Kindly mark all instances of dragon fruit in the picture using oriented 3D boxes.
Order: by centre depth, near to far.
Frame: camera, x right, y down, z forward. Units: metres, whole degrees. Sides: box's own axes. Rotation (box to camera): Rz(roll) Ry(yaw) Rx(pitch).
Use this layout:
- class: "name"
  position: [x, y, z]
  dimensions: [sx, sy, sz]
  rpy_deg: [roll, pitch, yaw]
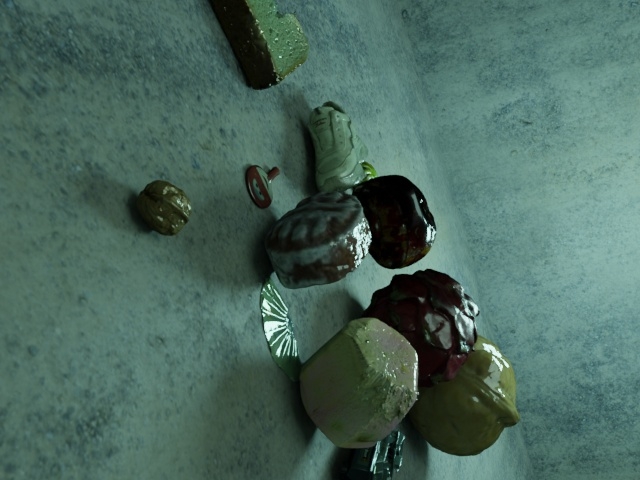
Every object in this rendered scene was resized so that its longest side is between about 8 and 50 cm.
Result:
- class: "dragon fruit"
  position: [0.267, 0.230, 1.785]
  dimensions: [0.329, 0.329, 0.329]
  rpy_deg: [47, 35, -48]

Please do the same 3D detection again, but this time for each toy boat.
- class: "toy boat"
  position: [0.128, 0.491, 1.533]
  dimensions: [0.296, 0.122, 0.114]
  rpy_deg: [-46, 142, -68]

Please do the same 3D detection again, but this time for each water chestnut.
- class: "water chestnut"
  position: [0.194, -0.054, 1.902]
  dimensions: [0.289, 0.244, 0.289]
  rpy_deg: [54, 22, -34]

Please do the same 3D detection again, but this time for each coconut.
- class: "coconut"
  position: [0.076, 0.310, 1.386]
  dimensions: [0.233, 0.245, 0.233]
  rpy_deg: [28, 31, -18]

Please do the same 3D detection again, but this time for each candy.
- class: "candy"
  position: [0.000, 0.000, 1.435]
  dimensions: [0.289, 0.214, 0.157]
  rpy_deg: [-62, 138, -58]

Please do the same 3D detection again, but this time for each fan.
- class: "fan"
  position: [-0.081, 0.192, 1.390]
  dimensions: [0.131, 0.009, 0.240]
  rpy_deg: [-27, 101, -65]

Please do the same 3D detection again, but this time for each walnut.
- class: "walnut"
  position: [-0.249, -0.051, 1.069]
  dimensions: [0.096, 0.082, 0.079]
  rpy_deg: [50, 60, -46]
- class: "walnut"
  position: [0.420, 0.454, 1.983]
  dimensions: [0.381, 0.381, 0.381]
  rpy_deg: [47, 35, -48]

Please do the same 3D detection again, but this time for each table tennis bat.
- class: "table tennis bat"
  position: [-0.127, -0.130, 1.487]
  dimensions: [0.098, 0.019, 0.155]
  rpy_deg: [66, 27, -18]

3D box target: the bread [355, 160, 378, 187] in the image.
- class: "bread"
  position: [0.147, -0.183, 2.092]
  dimensions: [0.130, 0.071, 0.139]
  rpy_deg: [-34, 107, -71]

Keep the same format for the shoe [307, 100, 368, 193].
- class: "shoe"
  position: [0.027, -0.259, 1.798]
  dimensions: [0.210, 0.132, 0.342]
  rpy_deg: [60, 22, -22]

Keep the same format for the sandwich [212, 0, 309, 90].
- class: "sandwich"
  position: [-0.145, -0.521, 1.592]
  dimensions: [0.288, 0.099, 0.254]
  rpy_deg: [64, 31, -24]
